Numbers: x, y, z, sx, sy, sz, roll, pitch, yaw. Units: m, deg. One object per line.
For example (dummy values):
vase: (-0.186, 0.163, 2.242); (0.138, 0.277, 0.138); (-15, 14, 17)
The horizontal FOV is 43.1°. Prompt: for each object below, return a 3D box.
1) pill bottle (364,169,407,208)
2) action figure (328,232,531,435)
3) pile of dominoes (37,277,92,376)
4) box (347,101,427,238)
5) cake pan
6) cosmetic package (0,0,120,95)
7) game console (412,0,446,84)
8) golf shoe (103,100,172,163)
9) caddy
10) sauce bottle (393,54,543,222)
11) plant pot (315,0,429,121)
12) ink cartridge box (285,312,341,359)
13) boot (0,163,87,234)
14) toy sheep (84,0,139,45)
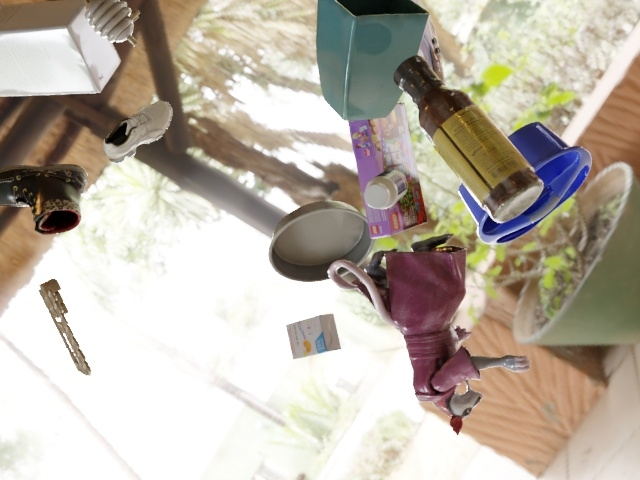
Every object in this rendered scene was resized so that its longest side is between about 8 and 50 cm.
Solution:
pill bottle: (0.129, -0.100, 1.626); (0.067, 0.067, 0.120); (-61, -11, 24)
action figure: (0.202, 0.183, 1.508); (0.248, 0.276, 0.369); (149, 111, -71)
pile of dominoes: (-0.606, 0.212, 1.963); (0.040, 0.251, 0.196); (-29, 14, -26)
box: (0.155, -0.164, 1.843); (0.201, 0.057, 0.293); (-19, -82, -57)
cake pan: (0.000, 0.000, 2.156); (0.293, 0.293, 0.054); (117, 148, -41)
cosmetic package: (-0.857, -0.567, 2.399); (0.230, 0.454, 0.161); (73, -153, -44)
game console: (0.261, -0.597, 2.271); (0.386, 0.060, 0.341); (41, -147, -50)
golf shoe: (-0.382, -0.236, 1.696); (0.176, 0.069, 0.086); (-46, -9, -14)
caddy: (0.524, -0.132, 2.053); (0.341, 0.179, 0.241); (-42, -35, 16)
sauce bottle: (0.250, -0.190, 1.424); (0.112, 0.344, 0.111); (-26, -24, -13)
plant pot: (0.086, -0.368, 1.618); (0.166, 0.165, 0.234); (-9, -52, -24)
ink cartridge box: (-0.033, 0.271, 2.251); (0.062, 0.104, 0.181); (-3, -13, -44)
boot: (-0.620, -0.084, 1.731); (0.178, 0.237, 0.085); (-110, 15, -51)
toy sheep: (-0.402, -0.429, 1.563); (0.091, 0.132, 0.091); (-44, 10, 9)
